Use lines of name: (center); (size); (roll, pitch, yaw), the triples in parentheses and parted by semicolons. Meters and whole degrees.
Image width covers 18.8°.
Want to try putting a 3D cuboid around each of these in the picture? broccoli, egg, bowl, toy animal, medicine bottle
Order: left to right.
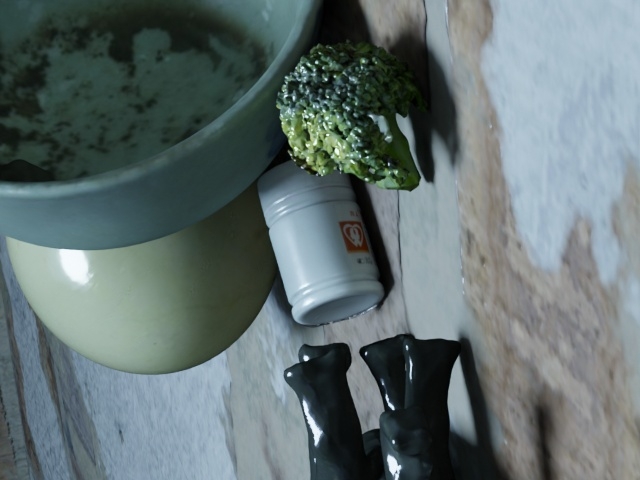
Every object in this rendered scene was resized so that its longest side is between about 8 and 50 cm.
bowl: (-0.125, -0.098, 1.155); (0.146, 0.289, 0.289); (72, 175, -52)
egg: (-0.121, -0.018, 1.307); (0.241, 0.186, 0.186); (-105, 13, -47)
medicine bottle: (0.000, 0.000, 1.130); (0.057, 0.057, 0.089); (118, 137, -66)
broccoli: (0.017, -0.061, 1.002); (0.097, 0.095, 0.092); (-6, 119, 40)
toy animal: (0.042, 0.124, 1.012); (0.245, 0.114, 0.146); (11, -106, -84)
